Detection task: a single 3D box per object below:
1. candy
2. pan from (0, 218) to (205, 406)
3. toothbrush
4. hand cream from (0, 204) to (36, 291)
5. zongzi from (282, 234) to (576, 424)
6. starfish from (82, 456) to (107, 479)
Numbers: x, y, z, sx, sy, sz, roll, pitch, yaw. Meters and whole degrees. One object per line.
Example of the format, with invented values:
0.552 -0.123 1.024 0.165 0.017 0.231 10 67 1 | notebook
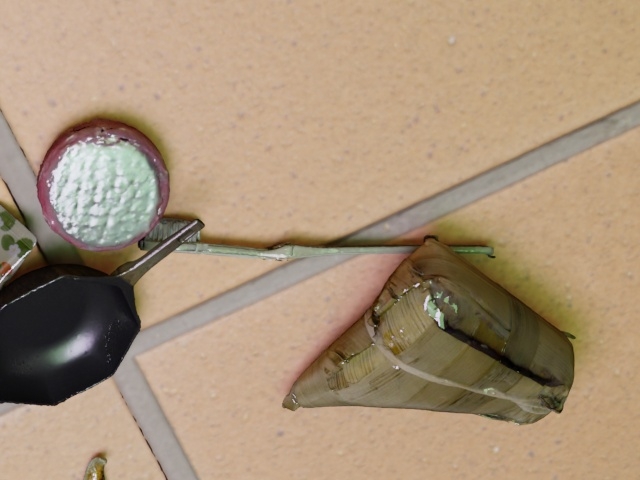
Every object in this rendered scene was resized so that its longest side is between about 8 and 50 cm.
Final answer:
-0.168 -0.042 1.389 0.103 0.043 0.103 -3 109 -10 | candy
-0.177 0.051 1.409 0.202 0.048 0.128 -26 140 -8 | pan
0.000 0.006 1.449 0.294 0.026 0.028 5 94 -12 | toothbrush
-0.284 0.047 1.403 0.057 0.037 0.165 39 102 17 | hand cream
0.092 0.111 1.477 0.194 0.099 0.197 32 119 -25 | zongzi
-0.151 0.276 1.518 0.223 0.050 0.217 -8 120 -3 | starfish
